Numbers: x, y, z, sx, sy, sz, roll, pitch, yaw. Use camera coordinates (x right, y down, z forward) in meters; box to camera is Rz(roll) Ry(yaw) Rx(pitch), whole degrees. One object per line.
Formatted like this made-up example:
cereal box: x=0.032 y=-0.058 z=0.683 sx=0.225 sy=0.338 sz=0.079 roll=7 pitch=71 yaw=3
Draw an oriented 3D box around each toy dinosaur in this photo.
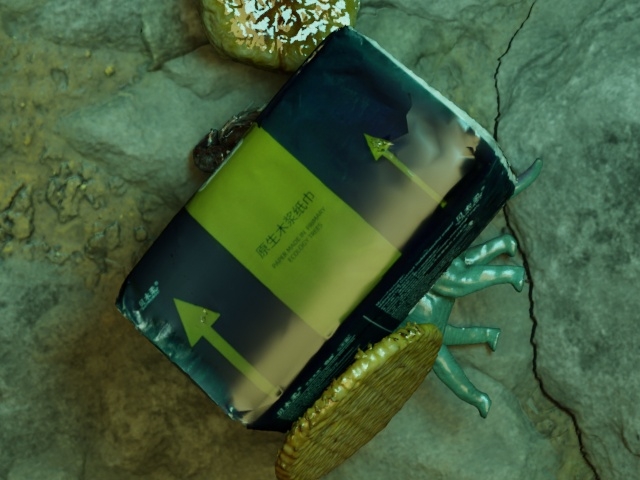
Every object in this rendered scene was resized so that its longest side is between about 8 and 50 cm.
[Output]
toy dinosaur: x=0.073 y=0.056 z=1.807 sx=0.330 sy=0.129 sz=0.384 roll=11 pitch=98 yaw=-1

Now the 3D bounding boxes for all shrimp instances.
shrimp: x=-0.078 y=-0.131 z=1.762 sx=0.165 sy=0.065 sz=0.057 roll=-33 pitch=135 yaw=-6

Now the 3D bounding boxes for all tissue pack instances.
tissue pack: x=0.000 y=0.000 z=1.665 sx=0.253 sy=0.264 sz=0.416 roll=40 pitch=94 yaw=15

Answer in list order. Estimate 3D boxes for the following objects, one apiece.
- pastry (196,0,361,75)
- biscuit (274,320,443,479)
pastry: x=-0.047 y=-0.288 z=1.718 sx=0.192 sy=0.093 sz=0.182 roll=14 pitch=97 yaw=-15
biscuit: x=0.042 y=0.186 z=1.680 sx=0.254 sy=0.254 sz=0.035 roll=-47 pitch=70 yaw=2
